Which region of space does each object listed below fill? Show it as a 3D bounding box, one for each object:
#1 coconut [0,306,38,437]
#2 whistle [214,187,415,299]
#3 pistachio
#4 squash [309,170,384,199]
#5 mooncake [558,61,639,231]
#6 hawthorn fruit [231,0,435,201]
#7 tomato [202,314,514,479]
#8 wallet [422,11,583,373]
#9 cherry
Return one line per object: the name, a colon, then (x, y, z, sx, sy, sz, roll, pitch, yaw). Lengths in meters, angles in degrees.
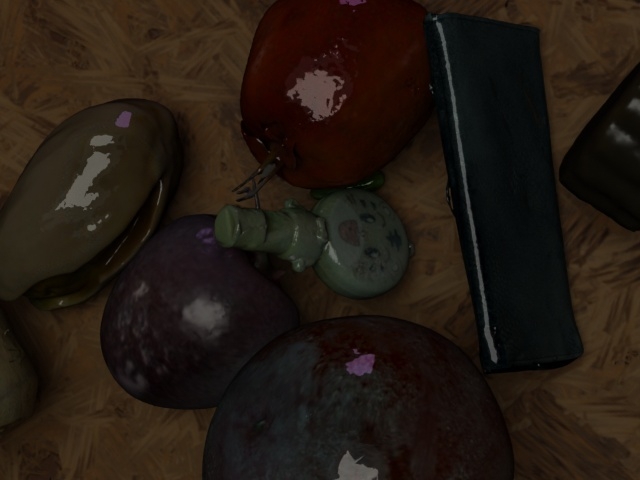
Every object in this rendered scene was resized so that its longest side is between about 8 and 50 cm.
coconut: (-0.487, 0.148, 1.593, 0.297, 0.297, 0.255, -32, 83, 8)
whistle: (0.000, 0.000, 1.540, 0.067, 0.258, 0.126, -30, 61, 45)
pistachio: (-0.275, -0.048, 1.624, 0.288, 0.166, 0.197, -43, 53, 11)
squash: (0.030, -0.061, 1.626, 0.089, 0.027, 0.027, -16, 83, 12)
mooncake: (0.354, -0.118, 1.462, 0.124, 0.228, 0.228, 39, 95, 5)
hawthorn fruit: (0.002, -0.145, 1.527, 0.211, 0.211, 0.299, 28, 66, 13)
tomato: (0.036, 0.228, 1.420, 0.316, 0.282, 0.317, -31, 43, 34)
wallet: (0.196, -0.049, 1.507, 0.046, 0.190, 0.379, -13, 83, 40)
cherry: (-0.128, 0.078, 1.566, 0.266, 0.183, 0.213, -40, 49, 16)
